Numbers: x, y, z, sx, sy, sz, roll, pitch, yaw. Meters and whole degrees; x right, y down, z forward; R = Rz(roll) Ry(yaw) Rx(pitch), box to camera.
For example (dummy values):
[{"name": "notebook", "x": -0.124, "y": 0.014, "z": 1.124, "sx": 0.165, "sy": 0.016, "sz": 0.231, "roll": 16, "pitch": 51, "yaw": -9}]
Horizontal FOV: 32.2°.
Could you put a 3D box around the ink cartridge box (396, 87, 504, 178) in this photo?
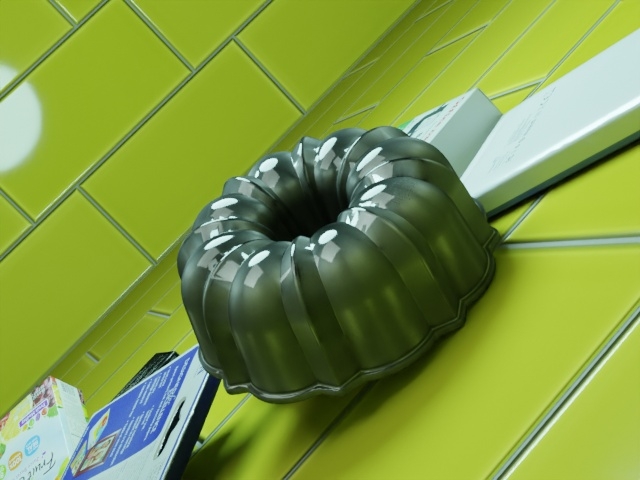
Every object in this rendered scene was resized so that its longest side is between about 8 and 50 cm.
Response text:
[{"name": "ink cartridge box", "x": 0.134, "y": -0.094, "z": 1.410, "sx": 0.153, "sy": 0.087, "sz": 0.208, "roll": -49, "pitch": 12, "yaw": -22}]

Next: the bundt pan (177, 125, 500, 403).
[{"name": "bundt pan", "x": 0.000, "y": 0.000, "z": 1.095, "sx": 0.331, "sy": 0.124, "sz": 0.330, "roll": -20, "pitch": 31, "yaw": 13}]

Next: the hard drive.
[{"name": "hard drive", "x": 0.277, "y": -0.135, "z": 1.162, "sx": 0.319, "sy": 0.040, "sz": 0.210, "roll": -32, "pitch": 16, "yaw": 49}]

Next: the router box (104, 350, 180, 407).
[{"name": "router box", "x": -0.291, "y": 0.253, "z": 1.758, "sx": 0.179, "sy": 0.046, "sz": 0.133, "roll": -47, "pitch": 11, "yaw": -19}]

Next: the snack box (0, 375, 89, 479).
[{"name": "snack box", "x": -0.394, "y": 0.323, "z": 1.547, "sx": 0.174, "sy": 0.070, "sz": 0.207, "roll": -42, "pitch": 46, "yaw": 13}]

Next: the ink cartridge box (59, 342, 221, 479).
[{"name": "ink cartridge box", "x": -0.210, "y": 0.266, "z": 1.239, "sx": 0.307, "sy": 0.072, "sz": 0.303, "roll": -33, "pitch": 23, "yaw": 37}]
